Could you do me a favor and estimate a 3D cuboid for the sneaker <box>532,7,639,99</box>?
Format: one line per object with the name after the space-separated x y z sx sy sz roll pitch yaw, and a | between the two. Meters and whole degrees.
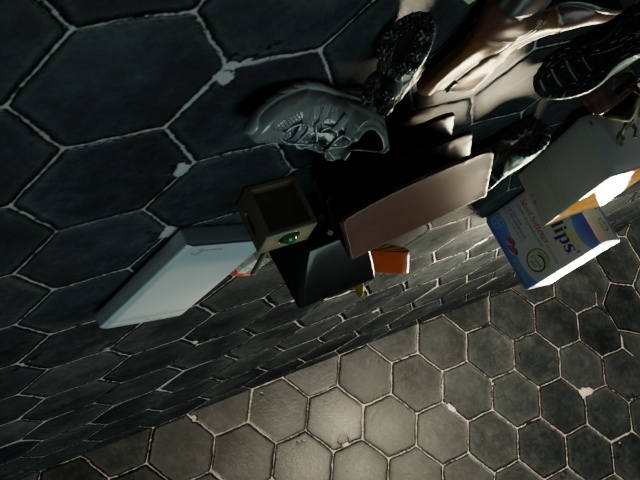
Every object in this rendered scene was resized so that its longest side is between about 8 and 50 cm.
0.550 -0.354 1.571 0.271 0.100 0.108 -27 173 10 | sneaker

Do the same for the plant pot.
0.000 0.000 1.692 0.187 0.188 0.167 -21 151 -15 | plant pot

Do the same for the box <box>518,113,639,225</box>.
0.710 -0.197 2.080 0.215 0.168 0.345 -18 165 -18 | box

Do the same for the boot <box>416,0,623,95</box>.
0.334 -0.328 1.337 0.264 0.096 0.280 -15 161 -33 | boot

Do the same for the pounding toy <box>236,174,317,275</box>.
-0.090 -0.029 1.521 0.130 0.141 0.100 -17 161 -27 | pounding toy

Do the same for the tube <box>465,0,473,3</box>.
0.292 -0.409 1.109 0.240 0.062 0.070 -29 123 27 | tube

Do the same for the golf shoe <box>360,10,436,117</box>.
0.129 -0.285 1.237 0.094 0.077 0.198 -44 173 -40 | golf shoe

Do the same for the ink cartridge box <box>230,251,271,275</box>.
-0.176 0.062 1.853 0.115 0.029 0.063 -35 161 26 | ink cartridge box

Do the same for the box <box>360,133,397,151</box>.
0.142 -0.175 1.618 0.162 0.029 0.116 -9 155 -39 | box

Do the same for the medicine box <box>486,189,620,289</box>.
0.702 -0.035 2.425 0.149 0.263 0.289 -9 156 -45 | medicine box

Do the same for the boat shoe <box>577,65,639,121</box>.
0.646 -0.311 1.758 0.123 0.123 0.342 -35 167 27 | boat shoe

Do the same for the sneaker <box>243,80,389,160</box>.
0.009 -0.180 1.264 0.281 0.115 0.105 -12 158 -38 | sneaker

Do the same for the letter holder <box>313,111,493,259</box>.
0.150 -0.122 1.495 0.302 0.152 0.214 -25 159 -3 | letter holder

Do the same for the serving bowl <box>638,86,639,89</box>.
0.761 -0.356 1.971 0.083 0.027 0.083 -20 165 -6 | serving bowl

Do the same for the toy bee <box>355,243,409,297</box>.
0.066 0.022 1.925 0.162 0.298 0.195 -73 -174 -77 | toy bee

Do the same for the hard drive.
-0.295 0.076 1.697 0.233 0.047 0.353 -6 153 -49 | hard drive

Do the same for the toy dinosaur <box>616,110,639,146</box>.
0.727 -0.295 1.836 0.092 0.053 0.183 -76 -170 -61 | toy dinosaur

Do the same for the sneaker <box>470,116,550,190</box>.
0.409 -0.175 1.872 0.283 0.110 0.122 -28 166 6 | sneaker
